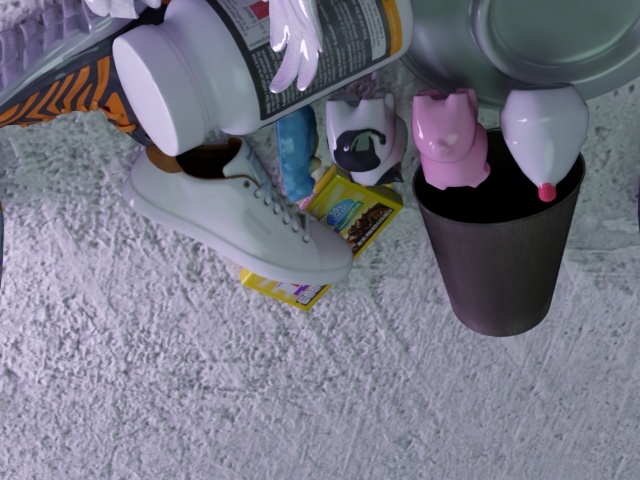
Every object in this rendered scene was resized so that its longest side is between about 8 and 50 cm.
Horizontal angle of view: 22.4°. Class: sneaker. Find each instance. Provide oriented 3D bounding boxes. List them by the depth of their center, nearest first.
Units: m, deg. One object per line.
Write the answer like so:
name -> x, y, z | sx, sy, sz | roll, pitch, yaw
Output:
sneaker -> -0.264, -0.150, 1.728 | 0.321, 0.124, 0.180 | -28, 131, 14
sneaker -> -0.075, -0.042, 1.870 | 0.290, 0.106, 0.123 | 22, 122, -18

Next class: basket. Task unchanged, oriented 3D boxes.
basket -> 0.216, -0.001, 1.958 | 0.204, 0.154, 0.227 | -13, 137, -5

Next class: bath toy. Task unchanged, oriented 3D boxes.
bath toy -> 0.125, -0.104, 1.785 | 0.348, 0.151, 0.129 | -1, 100, 18

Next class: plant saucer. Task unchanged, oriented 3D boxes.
plant saucer -> 0.262, -0.277, 1.741 | 0.401, 0.100, 0.400 | -6, 133, -7

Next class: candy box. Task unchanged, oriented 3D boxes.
candy box -> 0.000, 0.000, 1.993 | 0.105, 0.027, 0.206 | 25, 123, -26

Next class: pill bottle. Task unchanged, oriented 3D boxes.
pill bottle -> -0.058, -0.203, 1.638 | 0.278, 0.162, 0.162 | -28, 137, -18

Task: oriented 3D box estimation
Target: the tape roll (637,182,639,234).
tape roll -> 0.456, -0.046, 1.936 | 0.080, 0.189, 0.189 | 4, 132, -14

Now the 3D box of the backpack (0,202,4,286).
backpack -> -0.423, -0.018, 1.784 | 0.144, 0.165, 0.188 | -8, 140, -6

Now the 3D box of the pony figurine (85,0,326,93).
pony figurine -> -0.096, -0.349, 1.432 | 0.303, 0.363, 0.351 | 18, 144, 30
